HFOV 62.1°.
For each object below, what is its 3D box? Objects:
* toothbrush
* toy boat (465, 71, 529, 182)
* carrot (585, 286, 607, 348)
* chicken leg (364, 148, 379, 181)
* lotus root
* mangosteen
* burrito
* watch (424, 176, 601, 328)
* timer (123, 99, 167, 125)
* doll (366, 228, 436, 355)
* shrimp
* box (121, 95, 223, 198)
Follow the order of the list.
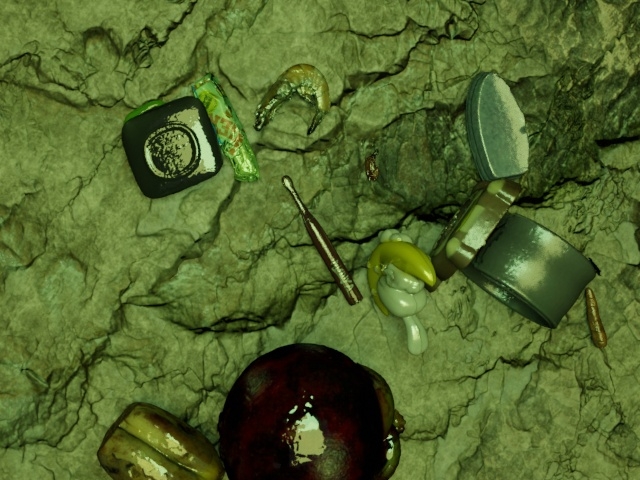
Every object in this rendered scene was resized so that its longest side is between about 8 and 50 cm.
[{"bbox_3d":[0.000,0.000,1.308,0.041,0.041,0.363,-31,93,-4],"label":"toothbrush"},{"bbox_3d":[0.434,-0.282,1.321,0.127,0.078,0.282,-13,93,-1],"label":"toy boat"},{"bbox_3d":[0.707,0.200,1.373,0.036,0.035,0.165,-14,90,-4],"label":"carrot"},{"bbox_3d":[0.128,-0.188,1.324,0.036,0.021,0.083,1,86,5],"label":"chicken leg"},{"bbox_3d":[-0.360,0.501,1.218,0.291,0.193,0.193,33,88,-4],"label":"lotus root"},{"bbox_3d":[-0.025,0.414,1.172,0.381,0.421,0.380,-8,75,32],"label":"mangosteen"},{"bbox_3d":[-0.238,-0.261,1.275,0.104,0.054,0.288,-27,93,-4],"label":"burrito"},{"bbox_3d":[0.436,0.051,1.200,0.327,0.335,0.314,35,88,5],"label":"watch"},{"bbox_3d":[-0.390,-0.254,1.267,0.128,0.047,0.140,-28,93,-2],"label":"timer"},{"bbox_3d":[0.188,0.104,1.239,0.111,0.252,0.237,-9,129,-30],"label":"doll"},{"bbox_3d":[-0.064,-0.326,1.294,0.150,0.051,0.217,43,84,-11],"label":"shrimp"},{"bbox_3d":[-0.343,-0.213,1.227,0.213,0.042,0.201,-20,101,0],"label":"box"}]
